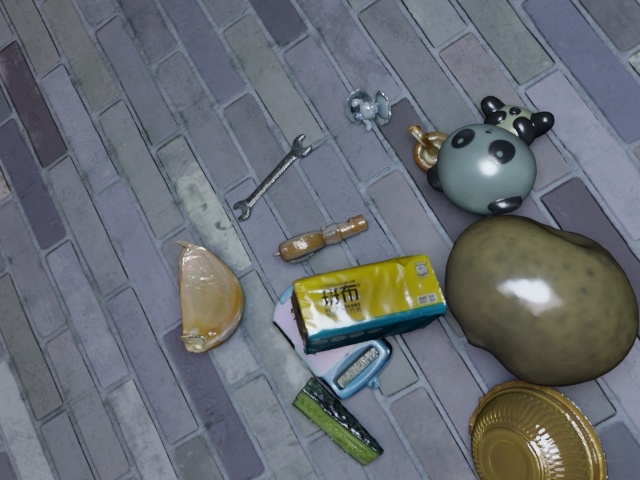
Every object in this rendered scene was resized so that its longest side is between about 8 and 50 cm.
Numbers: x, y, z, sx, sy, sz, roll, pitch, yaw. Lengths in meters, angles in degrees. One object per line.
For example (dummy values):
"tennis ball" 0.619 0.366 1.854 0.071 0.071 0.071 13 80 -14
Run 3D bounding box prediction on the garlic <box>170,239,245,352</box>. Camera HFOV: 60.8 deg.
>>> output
"garlic" -0.256 0.124 1.215 0.145 0.164 0.245 -22 72 28

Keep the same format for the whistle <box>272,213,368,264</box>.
"whistle" 0.000 0.000 1.204 0.220 0.107 0.057 -22 86 -4

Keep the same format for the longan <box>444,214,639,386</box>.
"longan" 0.392 0.102 0.995 0.350 0.288 0.288 32 91 8

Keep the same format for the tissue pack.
"tissue pack" 0.083 0.125 1.073 0.270 0.192 0.134 -11 70 -9

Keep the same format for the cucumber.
"cucumber" 0.043 0.382 1.162 0.211 0.062 0.078 37 130 9

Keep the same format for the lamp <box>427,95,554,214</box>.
"lamp" 0.342 -0.165 1.084 0.197 0.198 0.244 32 75 16

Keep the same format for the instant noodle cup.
"instant noodle cup" 0.364 0.394 0.987 0.274 0.090 0.274 -1 89 50

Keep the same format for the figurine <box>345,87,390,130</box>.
"figurine" 0.103 -0.291 1.222 0.086 0.094 0.082 -14 37 -15

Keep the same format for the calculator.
"calculator" 0.024 0.208 1.190 0.173 0.051 0.293 -44 75 4

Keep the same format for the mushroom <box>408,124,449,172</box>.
"mushroom" 0.233 -0.206 1.172 0.088 0.073 0.129 -33 115 22

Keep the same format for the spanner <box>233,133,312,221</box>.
"spanner" -0.115 -0.146 1.288 0.054 0.015 0.254 44 95 15
